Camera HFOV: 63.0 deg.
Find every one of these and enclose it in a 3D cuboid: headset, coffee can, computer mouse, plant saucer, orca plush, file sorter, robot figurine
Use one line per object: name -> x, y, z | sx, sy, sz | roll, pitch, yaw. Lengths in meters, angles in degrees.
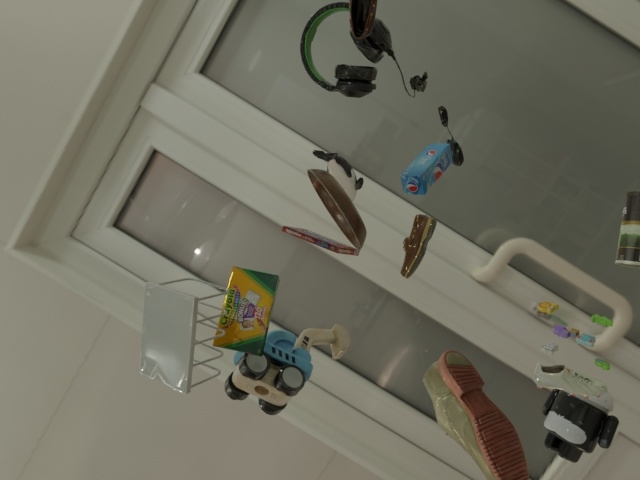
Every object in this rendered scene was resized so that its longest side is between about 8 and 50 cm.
headset -> 0.119, -0.515, 1.480 | 0.243, 0.394, 0.185 | -65, -9, 23
coffee can -> 1.228, -0.033, 1.942 | 0.201, 0.201, 0.275 | 159, 121, -87
computer mouse -> 0.464, -0.373, 1.896 | 0.041, 0.242, 0.071 | -27, 23, -2
plant saucer -> 0.033, -0.060, 0.915 | 0.029, 0.168, 0.168 | -33, 1, -3
orca plush -> 0.049, -0.233, 1.781 | 0.151, 0.287, 0.102 | -26, 54, 19
file sorter -> -0.392, 0.267, 1.534 | 0.173, 0.192, 0.278 | -7, -73, -58
robot figurine -> 0.876, 0.606, 1.778 | 0.278, 0.209, 0.173 | -62, -22, -3

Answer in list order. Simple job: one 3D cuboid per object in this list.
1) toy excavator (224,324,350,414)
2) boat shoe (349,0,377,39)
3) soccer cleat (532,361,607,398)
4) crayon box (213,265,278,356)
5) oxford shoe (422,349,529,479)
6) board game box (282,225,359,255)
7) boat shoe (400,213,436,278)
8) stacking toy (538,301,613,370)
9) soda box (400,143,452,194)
toy excavator -> -0.106, 0.451, 2.062 | 0.222, 0.433, 0.445 | -56, 11, 41
boat shoe -> 0.107, -0.599, 1.272 | 0.073, 0.073, 0.207 | -57, -29, -49
soccer cleat -> 0.692, 0.384, 1.444 | 0.068, 0.196, 0.076 | -54, -32, -68
crayon box -> -0.251, 0.243, 1.793 | 0.081, 0.165, 0.279 | 92, -170, -76
oxford shoe -> 0.405, 0.497, 1.384 | 0.146, 0.140, 0.397 | -53, 45, 38
board game box -> 0.000, 0.000, 2.004 | 0.145, 0.281, 0.027 | 10, -81, -53
boat shoe -> 0.252, 0.014, 1.402 | 0.064, 0.060, 0.178 | 12, -79, -66
stacking toy -> 0.778, 0.293, 1.603 | 0.052, 0.167, 0.221 | -22, 22, -32
soda box -> 0.325, -0.219, 1.587 | 0.210, 0.071, 0.067 | -46, -50, -38
